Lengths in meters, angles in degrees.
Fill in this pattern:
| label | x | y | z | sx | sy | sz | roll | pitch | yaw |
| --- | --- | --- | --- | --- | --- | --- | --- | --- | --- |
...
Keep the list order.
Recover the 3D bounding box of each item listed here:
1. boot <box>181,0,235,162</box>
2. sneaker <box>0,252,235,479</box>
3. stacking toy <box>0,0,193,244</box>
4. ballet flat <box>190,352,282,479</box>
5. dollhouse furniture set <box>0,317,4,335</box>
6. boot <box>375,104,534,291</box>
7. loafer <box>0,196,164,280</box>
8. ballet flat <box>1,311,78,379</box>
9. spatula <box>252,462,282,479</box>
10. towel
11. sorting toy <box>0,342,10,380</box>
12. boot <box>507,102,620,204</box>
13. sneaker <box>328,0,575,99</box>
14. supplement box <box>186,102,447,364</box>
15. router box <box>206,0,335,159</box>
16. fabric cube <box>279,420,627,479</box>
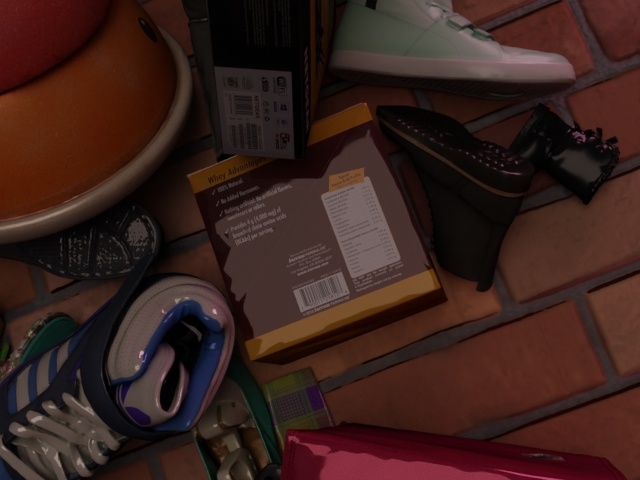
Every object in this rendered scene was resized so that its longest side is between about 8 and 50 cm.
| label | x | y | z | sx | sy | sz | roll | pitch | yaw |
| --- | --- | --- | --- | --- | --- | --- | --- | --- | --- |
| boot | -0.109 | -0.193 | 0.903 | 0.076 | 0.189 | 0.208 | -8 | 73 | 8 |
| sneaker | -0.211 | 0.156 | 0.798 | 0.323 | 0.236 | 0.130 | -47 | 106 | -17 |
| stacking toy | -0.330 | -0.258 | 0.763 | 0.351 | 0.480 | 0.350 | -5 | 50 | 6 |
| ballet flat | -0.085 | 0.209 | 0.872 | 0.083 | 0.087 | 0.247 | -27 | 76 | 5 |
| dollhouse furniture set | -0.503 | 0.156 | 0.930 | 0.262 | 0.135 | 0.259 | 3 | 50 | 11 |
| boot | 0.116 | -0.049 | 0.891 | 0.198 | 0.077 | 0.137 | 42 | 131 | 44 |
| loafer | -0.309 | -0.020 | 0.958 | 0.303 | 0.095 | 0.109 | 6 | 91 | 8 |
| ballet flat | -0.319 | 0.193 | 0.927 | 0.077 | 0.091 | 0.241 | -2 | 73 | 41 |
| spatula | -0.104 | 0.309 | 0.833 | 0.084 | 0.030 | 0.296 | 42 | 122 | 14 |
| towel | -0.022 | 0.178 | 0.895 | 0.060 | 0.009 | 0.083 | -17 | 77 | -18 |
| sorting toy | -0.370 | 0.156 | 0.975 | 0.062 | 0.012 | 0.083 | 1 | 81 | 11 |
| boot | 0.236 | -0.072 | 0.885 | 0.099 | 0.045 | 0.121 | 34 | 90 | 9 |
| sneaker | 0.142 | -0.232 | 0.899 | 0.256 | 0.094 | 0.151 | 10 | 88 | 15 |
| supplement box | 0.000 | 0.000 | 0.871 | 0.191 | 0.129 | 0.194 | -22 | 77 | 7 |
| router box | -0.037 | -0.265 | 0.765 | 0.081 | 0.308 | 0.243 | 5 | 45 | 6 |
| fabric cube | 0.104 | 0.298 | 0.736 | 0.258 | 0.254 | 0.259 | 7 | 82 | 14 |
